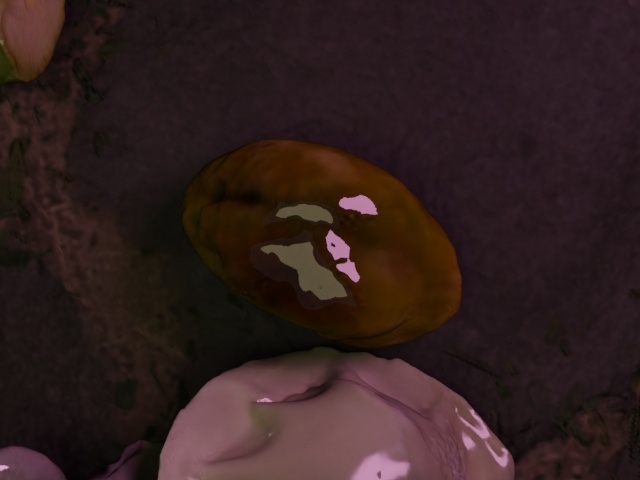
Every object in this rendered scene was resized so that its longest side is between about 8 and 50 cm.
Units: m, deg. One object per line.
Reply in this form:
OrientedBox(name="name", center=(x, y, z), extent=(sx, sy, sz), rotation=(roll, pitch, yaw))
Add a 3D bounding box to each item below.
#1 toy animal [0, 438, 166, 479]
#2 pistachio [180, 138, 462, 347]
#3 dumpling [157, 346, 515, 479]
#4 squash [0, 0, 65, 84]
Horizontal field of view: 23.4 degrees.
OrientedBox(name="toy animal", center=(-0.152, 0.246, 1.003), extent=(0.289, 0.174, 0.249), rotation=(-22, 108, 12))
OrientedBox(name="pistachio", center=(0.003, -0.002, 0.962), extent=(0.189, 0.100, 0.110), rotation=(28, 108, 5))
OrientedBox(name="dumpling", center=(0.010, 0.137, 0.970), extent=(0.216, 0.126, 0.166), rotation=(-20, 64, -3))
OrientedBox(name="squash", center=(-0.292, -0.162, 0.979), extent=(0.252, 0.169, 0.093), rotation=(0, 145, 9))
